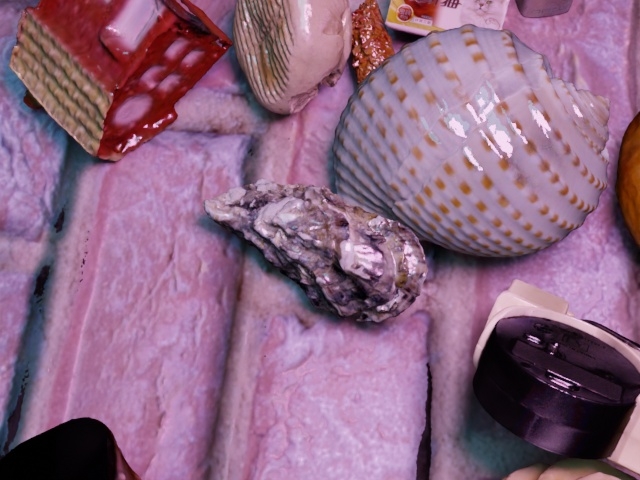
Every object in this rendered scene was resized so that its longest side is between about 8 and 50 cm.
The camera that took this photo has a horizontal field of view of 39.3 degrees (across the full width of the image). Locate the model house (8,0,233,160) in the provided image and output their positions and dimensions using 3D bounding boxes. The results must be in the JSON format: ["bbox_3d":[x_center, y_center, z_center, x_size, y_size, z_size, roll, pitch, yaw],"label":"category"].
[{"bbox_3d":[-0.272,-0.235,1.158,0.196,0.160,0.254,47,106,15],"label":"model house"}]

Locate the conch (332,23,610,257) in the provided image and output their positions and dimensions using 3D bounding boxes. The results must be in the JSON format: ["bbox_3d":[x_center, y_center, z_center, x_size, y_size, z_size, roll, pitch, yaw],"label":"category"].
[{"bbox_3d":[0.174,-0.114,1.054,0.319,0.215,0.302,-25,87,-4],"label":"conch"}]

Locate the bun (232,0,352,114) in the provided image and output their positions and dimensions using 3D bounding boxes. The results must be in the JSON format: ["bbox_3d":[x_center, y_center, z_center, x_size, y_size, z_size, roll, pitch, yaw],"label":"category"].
[{"bbox_3d":[-0.025,-0.260,1.152,0.128,0.178,0.193,-7,80,-34],"label":"bun"}]

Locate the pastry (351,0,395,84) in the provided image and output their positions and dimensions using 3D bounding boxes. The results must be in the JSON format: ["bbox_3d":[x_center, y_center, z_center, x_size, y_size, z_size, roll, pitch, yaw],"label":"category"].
[{"bbox_3d":[0.069,-0.241,1.189,0.063,0.087,0.169,-18,70,10],"label":"pastry"}]

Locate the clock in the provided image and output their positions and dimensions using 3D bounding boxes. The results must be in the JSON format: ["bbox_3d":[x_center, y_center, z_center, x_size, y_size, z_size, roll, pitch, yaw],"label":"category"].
[{"bbox_3d":[0.350,0.171,0.951,0.379,0.276,0.120,24,114,11],"label":"clock"}]

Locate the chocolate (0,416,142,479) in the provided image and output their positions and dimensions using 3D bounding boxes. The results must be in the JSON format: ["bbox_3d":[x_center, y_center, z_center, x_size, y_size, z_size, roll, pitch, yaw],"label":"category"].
[{"bbox_3d":[-0.278,0.367,0.915,0.340,0.210,0.225,-45,45,-9],"label":"chocolate"}]

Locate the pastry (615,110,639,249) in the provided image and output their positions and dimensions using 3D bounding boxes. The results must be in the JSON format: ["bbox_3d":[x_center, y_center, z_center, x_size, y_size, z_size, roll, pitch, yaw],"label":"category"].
[{"bbox_3d":[0.529,-0.064,1.072,0.356,0.164,0.355,0,75,-2],"label":"pastry"}]

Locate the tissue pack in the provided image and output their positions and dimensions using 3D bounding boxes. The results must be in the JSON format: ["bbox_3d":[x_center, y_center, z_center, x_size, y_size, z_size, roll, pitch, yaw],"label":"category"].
[{"bbox_3d":[0.171,-0.314,1.181,0.149,0.106,0.099,14,109,6],"label":"tissue pack"}]

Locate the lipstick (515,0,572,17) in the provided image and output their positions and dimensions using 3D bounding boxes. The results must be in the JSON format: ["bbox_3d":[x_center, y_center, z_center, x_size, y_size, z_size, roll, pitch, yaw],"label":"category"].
[{"bbox_3d":[0.302,-0.387,1.139,0.079,0.253,0.077,-7,70,1],"label":"lipstick"}]

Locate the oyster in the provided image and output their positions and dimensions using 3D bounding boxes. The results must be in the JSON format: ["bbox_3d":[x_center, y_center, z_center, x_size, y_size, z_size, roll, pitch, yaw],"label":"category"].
[{"bbox_3d":[0.002,-0.001,1.073,0.199,0.087,0.252,-39,82,30],"label":"oyster"}]

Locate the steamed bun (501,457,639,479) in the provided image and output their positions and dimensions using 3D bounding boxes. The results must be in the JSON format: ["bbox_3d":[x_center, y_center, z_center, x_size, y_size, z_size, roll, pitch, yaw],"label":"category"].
[{"bbox_3d":[0.238,0.398,0.883,0.372,0.230,0.324,-29,75,-10],"label":"steamed bun"}]
